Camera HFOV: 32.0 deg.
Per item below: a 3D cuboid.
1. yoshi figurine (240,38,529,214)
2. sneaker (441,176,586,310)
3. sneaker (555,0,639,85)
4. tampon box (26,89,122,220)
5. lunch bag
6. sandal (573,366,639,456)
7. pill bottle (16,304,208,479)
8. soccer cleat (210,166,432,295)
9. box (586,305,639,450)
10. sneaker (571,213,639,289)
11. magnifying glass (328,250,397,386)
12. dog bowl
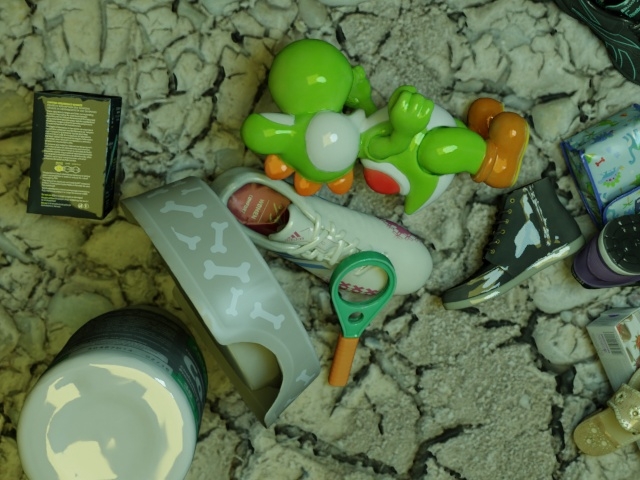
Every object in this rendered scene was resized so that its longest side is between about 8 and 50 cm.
[{"bbox_3d":[0.079,-0.173,1.463,0.362,0.203,0.203,4,58,-10],"label":"yoshi figurine"},{"bbox_3d":[0.249,0.006,1.566,0.222,0.083,0.118,-29,92,-6],"label":"sneaker"},{"bbox_3d":[0.423,-0.289,1.512,0.267,0.106,0.101,35,94,-8],"label":"sneaker"},{"bbox_3d":[-0.328,-0.117,1.491,0.102,0.120,0.160,5,98,-4],"label":"tampon box"},{"bbox_3d":[0.425,-0.092,1.551,0.129,0.096,0.151,-26,113,-1],"label":"lunch bag"},{"bbox_3d":[0.428,0.246,1.537,0.088,0.079,0.240,47,133,8],"label":"sandal"},{"bbox_3d":[-0.249,0.199,1.420,0.204,0.361,0.204,0,99,-3],"label":"pill bottle"},{"bbox_3d":[0.000,0.000,1.513,0.331,0.143,0.116,22,97,-6],"label":"soccer cleat"},{"bbox_3d":[0.483,0.248,1.605,0.063,0.067,0.324,-30,99,-26],"label":"box"},{"bbox_3d":[0.480,0.009,1.571,0.283,0.124,0.107,-5,69,-24],"label":"sneaker"},{"bbox_3d":[0.046,0.111,1.541,0.092,0.026,0.231,0,128,-18],"label":"magnifying glass"},{"bbox_3d":[-0.123,0.070,1.430,0.102,0.349,0.348,-32,99,-10],"label":"dog bowl"}]
